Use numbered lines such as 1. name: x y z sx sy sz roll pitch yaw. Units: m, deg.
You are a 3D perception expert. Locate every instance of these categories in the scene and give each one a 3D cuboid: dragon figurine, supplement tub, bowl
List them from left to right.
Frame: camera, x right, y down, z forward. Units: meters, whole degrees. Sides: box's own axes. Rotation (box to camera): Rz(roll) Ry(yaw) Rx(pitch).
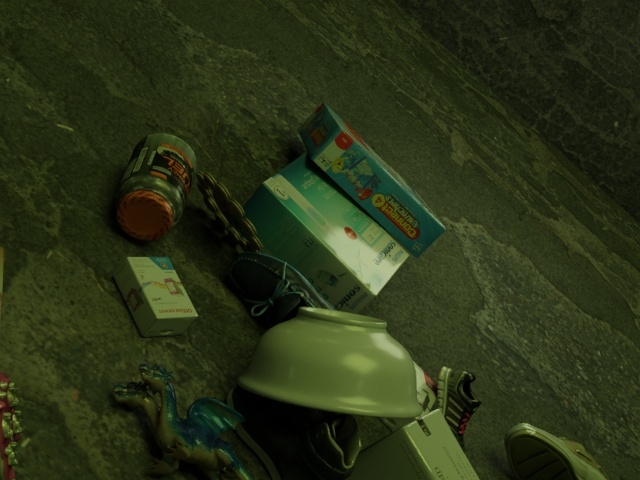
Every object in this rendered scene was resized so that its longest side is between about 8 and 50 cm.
1. supplement tub: -0.282 -0.091 1.777 0.117 0.117 0.190 32 33 -18
2. dragon figurine: -0.165 0.282 1.488 0.289 0.085 0.144 29 34 -20
3. bowl: 0.025 0.181 1.625 0.297 0.134 0.298 10 0 0

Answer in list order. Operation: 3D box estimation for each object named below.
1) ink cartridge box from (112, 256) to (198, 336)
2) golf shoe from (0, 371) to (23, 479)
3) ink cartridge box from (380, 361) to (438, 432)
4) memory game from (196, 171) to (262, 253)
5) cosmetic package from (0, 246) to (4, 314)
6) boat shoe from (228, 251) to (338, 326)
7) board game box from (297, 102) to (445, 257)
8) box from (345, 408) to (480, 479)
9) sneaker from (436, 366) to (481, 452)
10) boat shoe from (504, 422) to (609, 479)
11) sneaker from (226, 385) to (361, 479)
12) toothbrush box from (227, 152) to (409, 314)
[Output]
1. ink cartridge box: -0.261 0.088 1.646 0.088 0.052 0.122 0 52 -50
2. golf shoe: -0.385 0.281 1.104 0.140 0.306 0.115 -2 19 -12
3. ink cartridge box: 0.152 0.283 1.886 0.099 0.056 0.135 44 30 -1
4. memory game: -0.163 -0.045 1.840 0.012 0.186 0.186 -37 79 -16
5. cosmetic package: -0.469 0.140 1.245 0.129 0.153 0.296 21 39 -31
6. boat shoe: -0.049 0.109 1.786 0.258 0.109 0.089 32 24 3
7. board game box: 0.100 -0.132 2.169 0.302 0.086 0.308 42 8 -15
8. box: 0.139 0.388 1.605 0.119 0.182 0.181 -11 67 -54
9. sneaker: 0.257 0.314 1.897 0.063 0.074 0.171 16 70 -64
10. boat shoe: 0.461 0.440 2.015 0.302 0.113 0.103 43 28 -22
11. sneaker: -0.036 0.279 1.571 0.086 0.163 0.226 -13 60 -53
12. toothbrush box: 0.000 0.000 1.988 0.295 0.126 0.216 46 30 2
